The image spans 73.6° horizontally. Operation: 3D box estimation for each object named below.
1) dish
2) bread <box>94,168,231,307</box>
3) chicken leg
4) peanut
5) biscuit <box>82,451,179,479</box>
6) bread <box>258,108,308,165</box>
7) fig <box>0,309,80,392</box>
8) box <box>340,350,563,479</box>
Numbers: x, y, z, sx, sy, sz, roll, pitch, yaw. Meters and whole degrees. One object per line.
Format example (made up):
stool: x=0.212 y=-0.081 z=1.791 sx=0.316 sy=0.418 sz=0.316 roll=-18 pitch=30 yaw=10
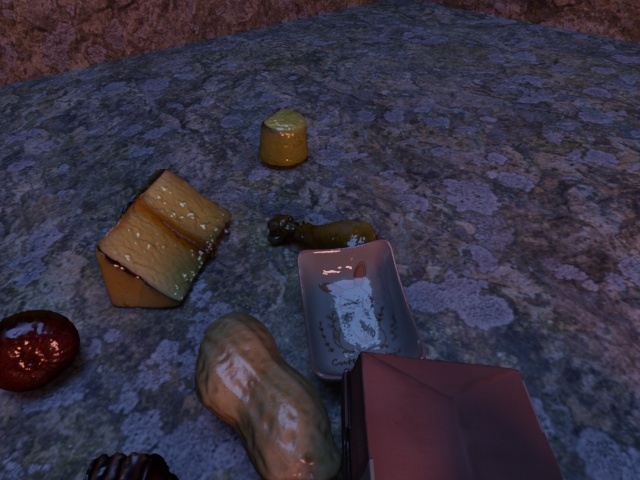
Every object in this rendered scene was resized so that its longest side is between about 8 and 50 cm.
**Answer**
dish: x=0.051 y=0.108 z=0.626 sx=0.151 sy=0.077 sz=0.213 roll=-8 pitch=50 yaw=-3
bread: x=-0.299 y=-0.005 z=0.796 sx=0.141 sy=0.178 sz=0.266 roll=-25 pitch=29 yaw=26
chicken leg: x=0.000 y=-0.003 z=0.780 sx=0.251 sy=0.087 sz=0.107 roll=16 pitch=32 yaw=32
peanut: x=-0.077 y=0.192 z=0.524 sx=0.123 sy=0.124 sz=0.256 roll=-26 pitch=45 yaw=-23
biscuit: x=-0.196 y=0.371 z=0.325 sx=0.073 sy=0.107 sz=0.389 roll=-4 pitch=40 yaw=5
bread: x=-0.086 y=-0.249 z=1.060 sx=0.111 sy=0.114 sz=0.129 roll=20 pitch=48 yaw=17
fig: x=-0.422 y=0.164 z=0.625 sx=0.119 sy=0.153 sz=0.119 roll=15 pitch=60 yaw=-28
box: x=0.133 y=0.231 z=0.442 sx=0.215 sy=0.086 sz=0.215 roll=10 pitch=40 yaw=-7
